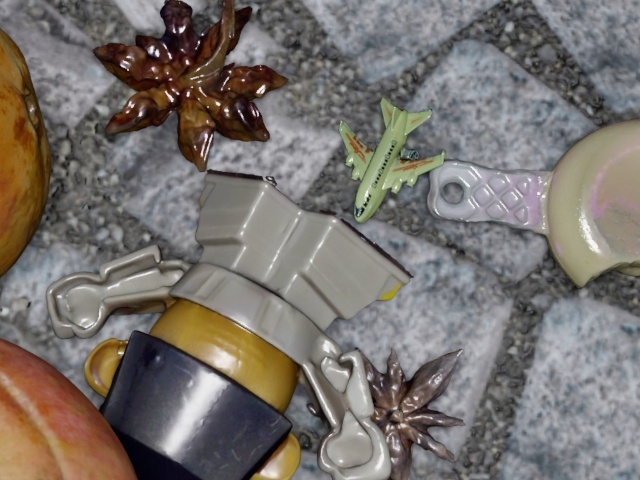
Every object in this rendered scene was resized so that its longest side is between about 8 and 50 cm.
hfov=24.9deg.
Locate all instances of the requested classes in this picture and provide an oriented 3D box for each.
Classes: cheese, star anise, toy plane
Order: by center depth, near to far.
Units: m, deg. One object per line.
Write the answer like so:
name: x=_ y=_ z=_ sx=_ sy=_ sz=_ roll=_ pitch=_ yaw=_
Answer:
star anise: x=0.070 y=0.133 z=1.186 sx=0.129 sy=0.056 sz=0.124 roll=-43 pitch=83 yaw=4
star anise: x=-0.109 y=-0.131 z=1.214 sx=0.168 sy=0.057 sz=0.168 roll=1 pitch=78 yaw=-6
toy plane: x=0.055 y=-0.066 z=1.228 sx=0.102 sy=0.040 sz=0.111 roll=19 pitch=89 yaw=32
cheese: x=0.231 y=-0.026 z=1.232 sx=0.286 sy=0.082 sz=0.163 roll=3 pitch=79 yaw=-4

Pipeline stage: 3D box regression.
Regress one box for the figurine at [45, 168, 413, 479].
figurine: x=-0.078 y=0.092 z=1.135 sx=0.308 sy=0.143 sz=0.308 roll=-8 pitch=60 yaw=14

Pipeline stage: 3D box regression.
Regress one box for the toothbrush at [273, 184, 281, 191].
toothbrush: x=0.000 y=0.000 z=1.229 sx=0.131 sy=0.011 sz=0.013 roll=47 pitch=57 yaw=3

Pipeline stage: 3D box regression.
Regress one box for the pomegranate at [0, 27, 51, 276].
pomegranate: x=-0.343 y=-0.069 z=1.091 sx=0.270 sy=0.229 sz=0.252 roll=-8 pitch=89 yaw=3

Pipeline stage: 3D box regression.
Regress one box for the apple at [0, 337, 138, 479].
apple: x=-0.284 y=0.237 z=0.954 sx=0.364 sy=0.364 sz=0.364 roll=1 pitch=80 yaw=-7
